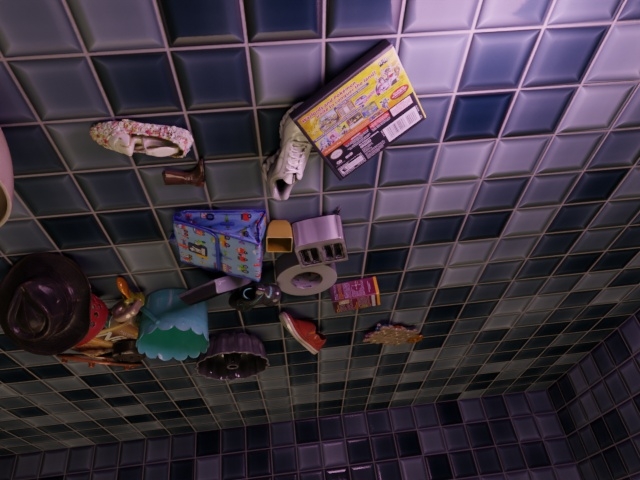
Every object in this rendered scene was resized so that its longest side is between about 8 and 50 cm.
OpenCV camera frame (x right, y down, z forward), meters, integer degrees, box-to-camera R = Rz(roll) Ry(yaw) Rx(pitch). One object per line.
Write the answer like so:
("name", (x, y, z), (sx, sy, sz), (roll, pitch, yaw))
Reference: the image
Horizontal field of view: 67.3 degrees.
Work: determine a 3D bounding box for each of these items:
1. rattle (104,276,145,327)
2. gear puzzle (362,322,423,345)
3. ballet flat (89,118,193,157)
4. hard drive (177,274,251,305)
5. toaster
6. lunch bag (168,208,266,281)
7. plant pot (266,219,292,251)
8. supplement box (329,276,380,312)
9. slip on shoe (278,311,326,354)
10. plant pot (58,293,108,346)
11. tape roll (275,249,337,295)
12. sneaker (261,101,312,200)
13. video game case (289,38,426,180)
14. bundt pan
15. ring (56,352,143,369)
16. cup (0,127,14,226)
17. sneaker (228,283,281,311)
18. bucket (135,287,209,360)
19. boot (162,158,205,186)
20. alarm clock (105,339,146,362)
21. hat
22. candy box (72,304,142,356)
("rattle", (-0.742, 0.226, 1.717), (0.200, 0.130, 0.143), (-15, 145, 27))
("gear puzzle", (0.374, 0.453, 2.323), (0.339, 0.044, 0.175), (15, 137, -33))
("ballet flat", (-0.432, -0.240, 1.159), (0.241, 0.077, 0.091), (-1, 144, -10))
("hard drive", (-0.347, 0.159, 1.641), (0.172, 0.054, 0.255), (-23, 177, 18))
("toaster", (0.000, 0.000, 1.553), (0.168, 0.110, 0.185), (-11, 144, 2))
("lunch bag", (-0.323, 0.000, 1.499), (0.293, 0.138, 0.221), (8, 145, -1))
("plant pot", (-0.130, -0.019, 1.519), (0.082, 0.083, 0.081), (1, 144, -5))
("supplement box", (0.136, 0.216, 1.904), (0.188, 0.080, 0.104), (-11, 145, 3))
("slip on shoe", (-0.076, 0.388, 2.092), (0.101, 0.123, 0.331), (-45, 135, -5))
("plant pot", (-0.861, 0.245, 1.645), (0.191, 0.191, 0.174), (-14, 142, 7))
("tape roll", (-0.053, 0.115, 1.733), (0.219, 0.072, 0.219), (-6, 145, -4))
("sneaker", (-0.067, -0.220, 1.231), (0.110, 0.118, 0.292), (9, 139, -20))
("video game case", (0.099, -0.301, 1.160), (0.275, 0.035, 0.248), (-35, 139, 8))
("bundt pan", (-0.397, 0.515, 2.171), (0.331, 0.124, 0.330), (-5, 145, -4))
("ring", (-0.916, 0.505, 2.001), (0.337, 0.032, 0.336), (7, 168, 1))
("cup", (-0.811, -0.193, 1.007), (0.331, 0.237, 0.331), (-6, 145, -4))
("sneaker", (-0.261, 0.194, 1.741), (0.267, 0.101, 0.106), (-18, 153, 42))
("bucket", (-0.552, 0.317, 1.814), (0.281, 0.183, 0.281), (-6, 144, -4))
("boot", (-0.370, -0.183, 1.290), (0.114, 0.037, 0.106), (5, 140, -11))
("alarm clock", (-0.752, 0.452, 1.925), (0.129, 0.064, 0.192), (-16, 154, 10))
("hat", (-0.875, 0.205, 1.472), (0.331, 0.331, 0.134), (-10, -178, 1))
("candy box", (-0.829, 0.361, 1.895), (0.317, 0.087, 0.183), (-16, 146, 12))
